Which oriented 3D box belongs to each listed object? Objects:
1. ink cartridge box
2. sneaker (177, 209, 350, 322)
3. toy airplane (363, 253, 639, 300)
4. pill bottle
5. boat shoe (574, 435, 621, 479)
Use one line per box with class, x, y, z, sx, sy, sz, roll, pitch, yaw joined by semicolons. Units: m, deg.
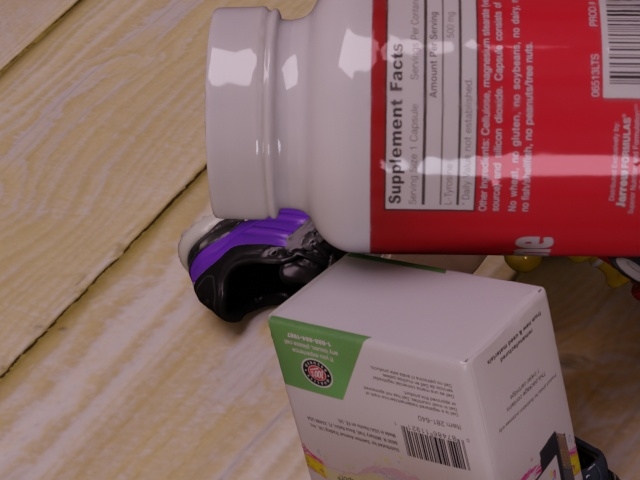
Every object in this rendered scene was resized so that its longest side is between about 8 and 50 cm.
ink cartridge box;0.094;0.167;1.464;0.201;0.278;0.117;10;36;40
sneaker;0.000;0.001;1.905;0.293;0.102;0.146;-28;39;4
toy airplane;0.194;-0.070;1.722;0.386;0.272;0.384;-9;69;0
pill bottle;0.117;-0.101;1.466;0.408;0.229;0.229;1;39;3
boat shoe;0.154;0.178;1.583;0.095;0.079;0.254;-32;35;-25
